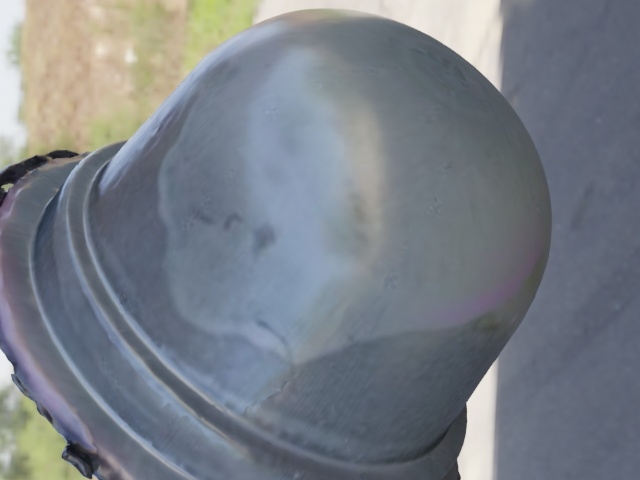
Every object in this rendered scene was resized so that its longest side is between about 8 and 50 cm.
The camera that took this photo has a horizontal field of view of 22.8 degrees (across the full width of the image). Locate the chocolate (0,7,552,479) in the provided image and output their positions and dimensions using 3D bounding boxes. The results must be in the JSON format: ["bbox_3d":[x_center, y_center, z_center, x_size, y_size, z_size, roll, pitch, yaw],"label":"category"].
[{"bbox_3d":[0.008,0.001,0.539,0.147,0.221,0.221,-44,28,24],"label":"chocolate"}]
